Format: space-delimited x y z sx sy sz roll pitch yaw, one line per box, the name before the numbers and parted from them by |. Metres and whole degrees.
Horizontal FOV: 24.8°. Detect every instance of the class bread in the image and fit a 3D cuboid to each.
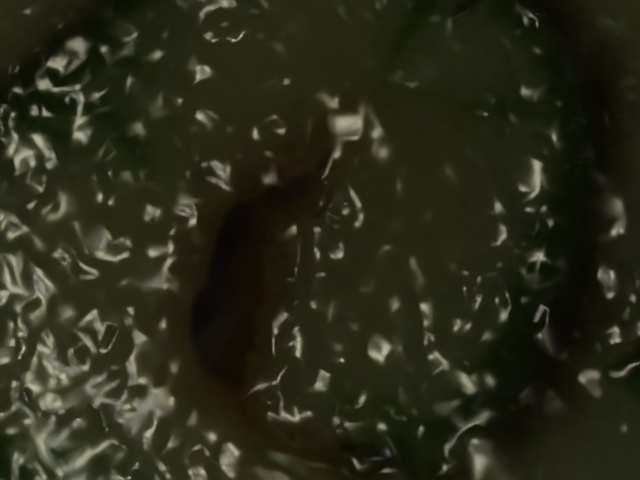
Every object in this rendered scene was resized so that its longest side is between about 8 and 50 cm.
bread | 0.000 0.000 0.490 0.382 0.366 0.129 11 -22 11
